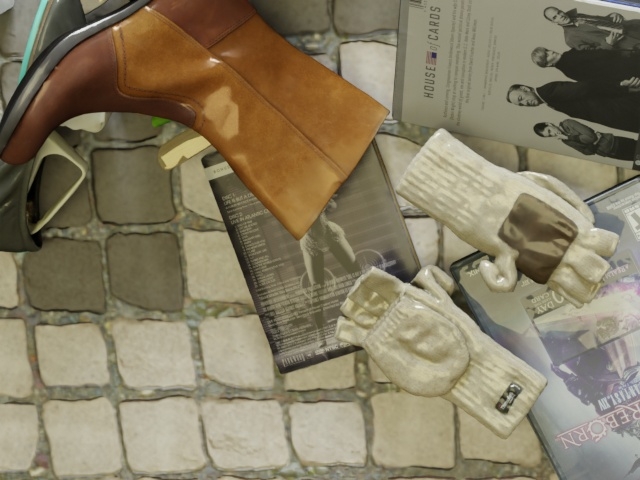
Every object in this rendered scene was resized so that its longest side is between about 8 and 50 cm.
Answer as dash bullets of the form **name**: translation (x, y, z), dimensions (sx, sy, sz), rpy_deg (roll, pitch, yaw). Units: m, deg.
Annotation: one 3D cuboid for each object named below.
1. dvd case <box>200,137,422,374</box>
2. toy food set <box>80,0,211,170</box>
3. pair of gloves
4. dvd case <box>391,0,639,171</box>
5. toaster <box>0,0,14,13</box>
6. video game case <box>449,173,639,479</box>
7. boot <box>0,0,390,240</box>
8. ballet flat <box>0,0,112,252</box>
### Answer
- **dvd case**: translation (0.000, 0.000, 1.794), dimensions (0.164, 0.018, 0.221), rpy_deg (-18, 98, 16)
- **toy food set**: translation (-0.136, -0.174, 1.782), dimensions (0.132, 0.038, 0.192), rpy_deg (-28, 88, 11)
- **pair of gloves**: translation (0.140, 0.037, 1.734), dimensions (0.204, 0.042, 0.240), rpy_deg (27, 109, 3)
- **dvd case**: translation (0.184, -0.154, 1.668), dimensions (0.239, 0.029, 0.179), rpy_deg (13, 136, 10)
- **toaster**: translation (-0.374, -0.254, 1.744), dimensions (0.110, 0.168, 0.185), rpy_deg (-17, 98, 15)
- **video game case**: translation (0.266, 0.102, 1.754), dimensions (0.196, 0.026, 0.274), rpy_deg (-26, 95, 17)
- **boot**: translation (-0.118, -0.100, 1.710), dimensions (0.280, 0.096, 0.264), rpy_deg (42, 81, -14)
- **ballet flat**: translation (-0.252, -0.107, 1.798), dimensions (0.096, 0.095, 0.280), rpy_deg (24, 117, -3)
